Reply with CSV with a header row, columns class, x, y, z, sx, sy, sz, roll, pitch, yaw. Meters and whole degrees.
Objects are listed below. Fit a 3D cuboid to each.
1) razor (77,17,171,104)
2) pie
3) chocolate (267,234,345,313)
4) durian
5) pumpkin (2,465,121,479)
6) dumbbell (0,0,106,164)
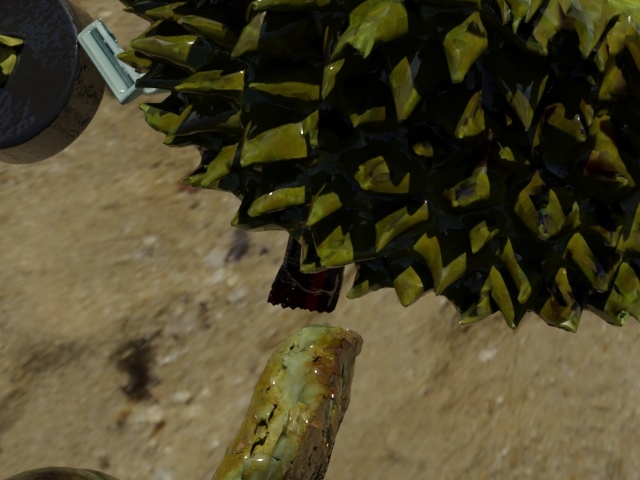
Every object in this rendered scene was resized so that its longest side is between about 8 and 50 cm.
class,x,y,z,sx,sy,sz,roll,pitch,yaw
razor,-0.124,-0.187,1.846,0.111,0.278,0.056,54,132,33
pie,-0.044,0.238,1.741,0.103,0.288,0.354,22,141,8
chocolate,0.000,0.000,1.821,0.086,0.028,0.182,10,121,-14
durian,0.069,-0.072,0.704,0.394,0.198,0.163,21,120,9
pumpkin,-0.221,0.352,1.477,0.192,0.320,0.320,-13,100,36
dumbbell,-0.383,-0.213,1.752,0.204,0.322,0.203,-7,74,23
